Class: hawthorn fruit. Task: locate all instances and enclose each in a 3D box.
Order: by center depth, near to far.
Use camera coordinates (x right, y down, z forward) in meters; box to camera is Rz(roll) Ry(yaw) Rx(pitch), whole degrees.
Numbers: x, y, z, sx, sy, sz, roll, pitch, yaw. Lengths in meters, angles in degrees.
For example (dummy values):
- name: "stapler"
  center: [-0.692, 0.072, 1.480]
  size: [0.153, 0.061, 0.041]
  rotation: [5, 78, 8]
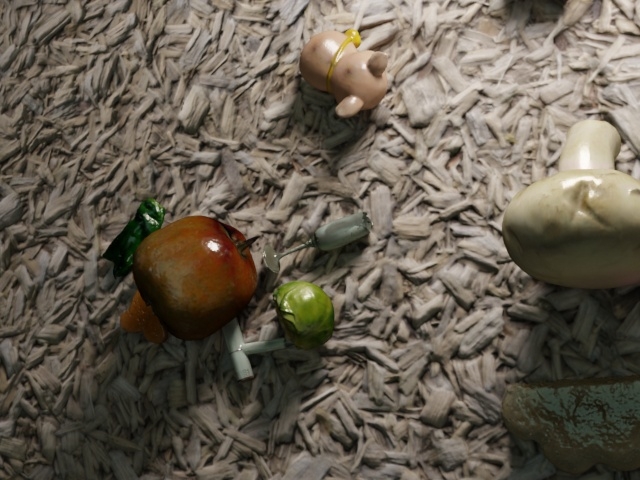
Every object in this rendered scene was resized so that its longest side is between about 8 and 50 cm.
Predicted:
- name: "hawthorn fruit"
  center: [-0.264, 0.071, 1.925]
  size: [0.301, 0.268, 0.267]
  rotation: [-28, 71, -2]

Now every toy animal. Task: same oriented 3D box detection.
- name: "toy animal"
  center: [0.051, -0.389, 1.910]
  size: [0.248, 0.149, 0.165]
  rotation: [40, 115, 35]

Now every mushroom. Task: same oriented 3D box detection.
- name: "mushroom"
  center: [0.501, -0.029, 1.586]
  size: [0.315, 0.356, 0.315]
  rotation: [5, 109, 15]

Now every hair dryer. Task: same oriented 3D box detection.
- name: "hair dryer"
  center: [-0.132, 0.228, 1.962]
  size: [0.183, 0.044, 0.155]
  rotation: [-24, 74, 15]

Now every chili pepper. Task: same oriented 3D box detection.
- name: "chili pepper"
  center: [-0.470, -0.003, 2.135]
  size: [0.098, 0.061, 0.224]
  rotation: [40, 98, 17]

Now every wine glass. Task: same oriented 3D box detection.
- name: "wine glass"
  center: [0.000, 0.000, 1.914]
  size: [0.262, 0.074, 0.074]
  rotation: [-22, 74, 19]

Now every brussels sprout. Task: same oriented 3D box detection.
- name: "brussels sprout"
  center: [-0.033, 0.159, 1.877]
  size: [0.122, 0.151, 0.149]
  rotation: [-19, 45, -8]

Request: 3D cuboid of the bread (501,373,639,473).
- name: "bread"
  center: [0.518, 0.347, 1.606]
  size: [0.337, 0.102, 0.183]
  rotation: [-9, 78, 24]

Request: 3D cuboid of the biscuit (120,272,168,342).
- name: "biscuit"
  center: [-0.401, 0.126, 2.098]
  size: [0.165, 0.036, 0.250]
  rotation: [21, 95, 25]
